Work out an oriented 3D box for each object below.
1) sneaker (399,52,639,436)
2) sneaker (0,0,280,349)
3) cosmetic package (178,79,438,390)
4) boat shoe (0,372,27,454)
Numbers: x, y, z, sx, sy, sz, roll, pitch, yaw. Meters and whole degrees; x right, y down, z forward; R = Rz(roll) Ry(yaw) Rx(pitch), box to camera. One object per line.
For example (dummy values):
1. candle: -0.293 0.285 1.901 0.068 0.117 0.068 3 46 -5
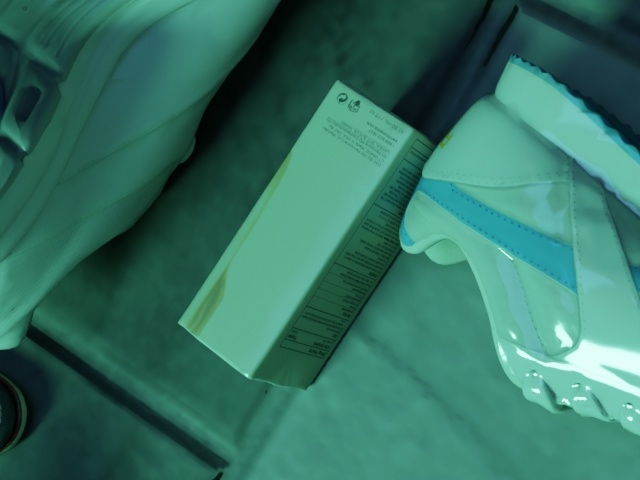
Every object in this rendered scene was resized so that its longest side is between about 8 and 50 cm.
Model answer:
1. sneaker: 0.124 0.036 0.531 0.092 0.087 0.229 -51 61 14
2. sneaker: -0.086 -0.082 0.618 0.111 0.129 0.297 36 76 25
3. cosmetic package: 0.000 0.000 0.593 0.041 0.060 0.115 35 93 24
4. boat shoe: -0.196 0.071 0.666 0.137 0.043 0.049 8 82 21
